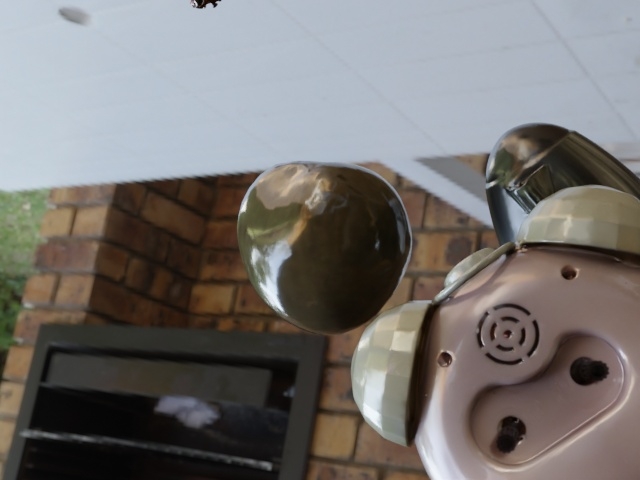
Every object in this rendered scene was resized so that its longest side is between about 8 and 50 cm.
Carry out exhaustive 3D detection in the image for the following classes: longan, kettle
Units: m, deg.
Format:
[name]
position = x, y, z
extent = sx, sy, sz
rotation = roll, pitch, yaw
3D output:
[longan]
position = 0.000, 0.000, 1.285
extent = 0.246, 0.246, 0.215
rotation = 1, -168, 29
[kettle]
position = 0.310, -0.028, 1.167
extent = 0.271, 0.251, 0.207
rotation = 54, 149, -3

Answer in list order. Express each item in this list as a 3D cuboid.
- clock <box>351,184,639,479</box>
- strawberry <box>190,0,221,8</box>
[clock]
position = 0.229, 0.146, 0.946
extent = 0.342, 0.325, 0.184
rotation = -34, 161, 0
[strawberry]
position = -0.075, -0.304, 0.888
extent = 0.085, 0.140, 0.192
rotation = 49, 159, 11
